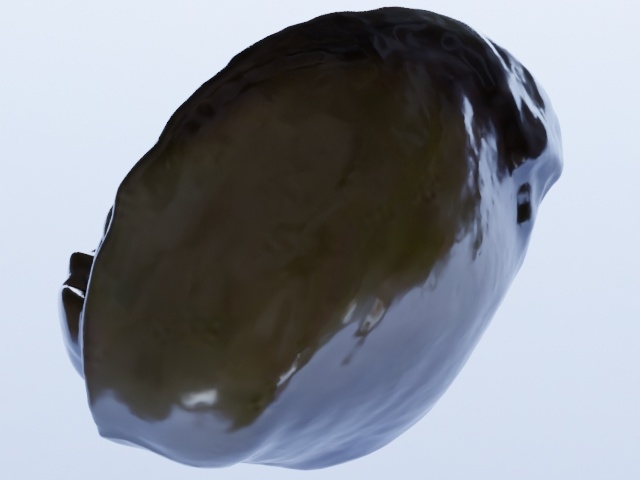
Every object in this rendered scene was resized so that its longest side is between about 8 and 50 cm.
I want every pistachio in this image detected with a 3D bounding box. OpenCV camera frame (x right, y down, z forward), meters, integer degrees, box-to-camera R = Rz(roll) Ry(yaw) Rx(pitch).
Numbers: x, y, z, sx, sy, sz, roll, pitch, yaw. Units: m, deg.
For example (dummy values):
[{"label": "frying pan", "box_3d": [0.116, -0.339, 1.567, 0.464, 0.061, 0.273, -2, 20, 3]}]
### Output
[{"label": "pistachio", "box_3d": [0.000, 0.000, 0.675, 0.210, 0.165, 0.130, -33, -144, -15]}]
